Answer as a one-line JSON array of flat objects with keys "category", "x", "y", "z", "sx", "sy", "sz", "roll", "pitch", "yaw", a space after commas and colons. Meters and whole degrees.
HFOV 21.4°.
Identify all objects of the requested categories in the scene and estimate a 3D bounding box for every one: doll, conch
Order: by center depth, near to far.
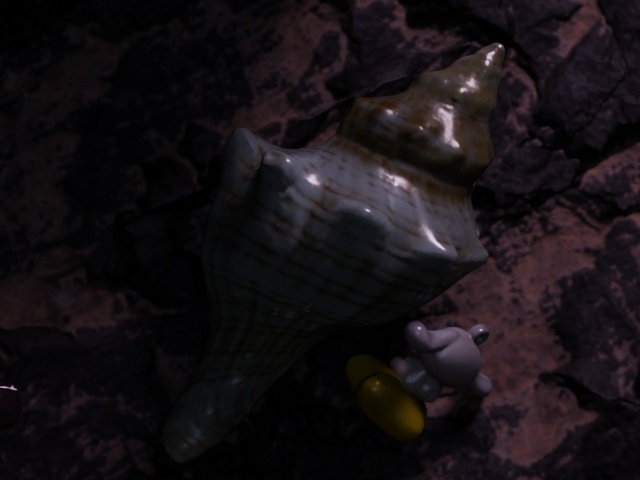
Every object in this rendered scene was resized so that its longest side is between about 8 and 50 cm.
[{"category": "conch", "x": -0.003, "y": -0.007, "z": 1.268, "sx": 0.386, "sy": 0.169, "sz": 0.203, "roll": -41, "pitch": 61, "yaw": -7}, {"category": "doll", "x": 0.079, "y": 0.100, "z": 1.284, "sx": 0.113, "sy": 0.135, "sz": 0.071, "roll": -23, "pitch": 57, "yaw": -10}]

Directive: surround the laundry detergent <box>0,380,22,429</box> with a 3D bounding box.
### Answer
[{"category": "laundry detergent", "x": -0.316, "y": 0.115, "z": 1.240, "sx": 0.222, "sy": 0.078, "sz": 0.144, "roll": 13, "pitch": 78, "yaw": 28}]
